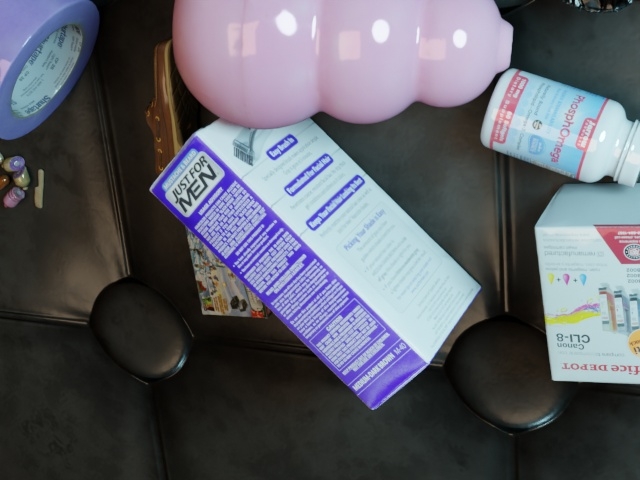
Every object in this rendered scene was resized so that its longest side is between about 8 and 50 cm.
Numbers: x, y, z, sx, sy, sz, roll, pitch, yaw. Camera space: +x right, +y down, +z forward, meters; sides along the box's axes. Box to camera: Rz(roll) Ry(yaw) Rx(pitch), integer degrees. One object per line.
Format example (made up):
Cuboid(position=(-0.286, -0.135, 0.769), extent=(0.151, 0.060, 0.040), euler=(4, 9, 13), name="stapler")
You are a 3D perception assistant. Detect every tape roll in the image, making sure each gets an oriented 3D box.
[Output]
Cuboid(position=(-0.342, -0.214, 1.380), extent=(0.080, 0.189, 0.189), euler=(34, 122, 7), name="tape roll")

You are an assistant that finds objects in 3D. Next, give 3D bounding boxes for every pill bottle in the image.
Cuboid(position=(0.249, -0.110, 1.212), extent=(0.160, 0.087, 0.087), euler=(21, 120, 15), name="pill bottle")

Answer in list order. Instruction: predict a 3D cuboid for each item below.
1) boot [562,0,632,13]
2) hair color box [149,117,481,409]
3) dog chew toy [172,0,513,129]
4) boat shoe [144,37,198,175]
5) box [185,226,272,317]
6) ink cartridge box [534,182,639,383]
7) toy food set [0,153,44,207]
Cuboid(position=(0.289, -0.238, 1.128), extent=(0.121, 0.099, 0.045), euler=(16, 120, 18), name="boot")
Cuboid(position=(0.000, 0.000, 1.321), extent=(0.339, 0.185, 0.110), euler=(46, 124, 0), name="hair color box")
Cuboid(position=(0.026, -0.208, 1.214), extent=(0.332, 0.206, 0.206), euler=(6, 116, 7), name="dog chew toy")
Cuboid(position=(-0.178, -0.148, 1.408), extent=(0.060, 0.064, 0.178), euler=(6, 117, 21), name="boat shoe")
Cuboid(position=(-0.111, 0.027, 1.479), extent=(0.094, 0.027, 0.137), euler=(2, 114, 26), name="box")
Cuboid(position=(0.302, 0.043, 1.235), extent=(0.128, 0.127, 0.176), euler=(-1, 113, 25), name="ink cartridge box")
Cuboid(position=(-0.419, -0.081, 1.577), extent=(0.122, 0.019, 0.078), euler=(18, 119, 17), name="toy food set")
